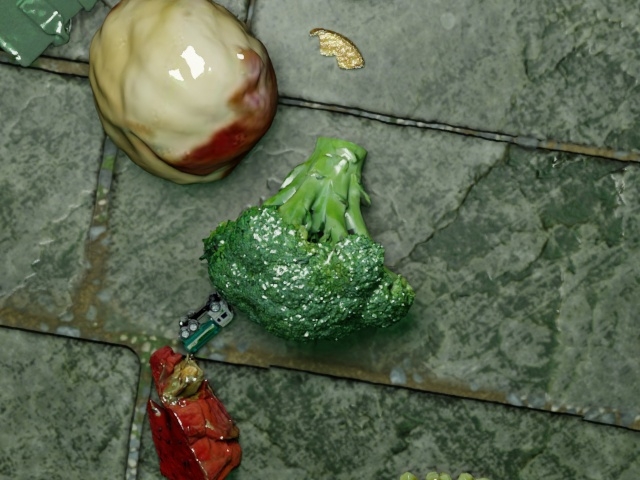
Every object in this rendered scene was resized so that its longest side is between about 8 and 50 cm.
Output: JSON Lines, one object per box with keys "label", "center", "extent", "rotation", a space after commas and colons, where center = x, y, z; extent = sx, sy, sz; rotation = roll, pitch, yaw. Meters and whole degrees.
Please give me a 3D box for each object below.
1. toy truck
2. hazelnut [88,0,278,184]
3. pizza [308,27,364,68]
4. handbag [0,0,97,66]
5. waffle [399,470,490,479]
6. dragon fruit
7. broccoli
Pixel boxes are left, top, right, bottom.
{"label": "toy truck", "center": [-0.151, 0.107, 1.963], "extent": [0.083, 0.039, 0.044], "rotation": [-40, 113, 9]}
{"label": "hazelnut", "center": [-0.162, -0.200, 1.836], "extent": [0.261, 0.261, 0.241], "rotation": [46, 66, -6]}
{"label": "pizza", "center": [0.022, -0.244, 1.906], "extent": [0.083, 0.016, 0.037], "rotation": [33, 98, -8]}
{"label": "handbag", "center": [-0.351, -0.376, 1.797], "extent": [0.247, 0.079, 0.260], "rotation": [-40, 110, 14]}
{"label": "waffle", "center": [0.185, 0.410, 1.997], "extent": [0.223, 0.054, 0.204], "rotation": [18, 100, -1]}
{"label": "dragon fruit", "center": [-0.171, 0.228, 1.982], "extent": [0.092, 0.122, 0.192], "rotation": [-25, 97, -34]}
{"label": "broccoli", "center": [0.000, 0.000, 1.864], "extent": [0.269, 0.254, 0.269], "rotation": [5, 80, -28]}
